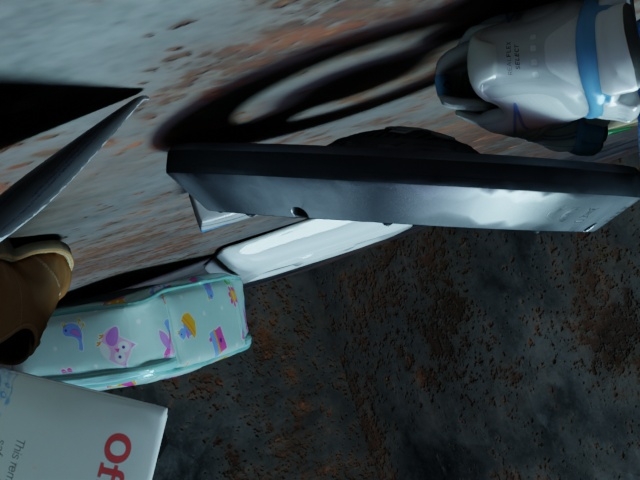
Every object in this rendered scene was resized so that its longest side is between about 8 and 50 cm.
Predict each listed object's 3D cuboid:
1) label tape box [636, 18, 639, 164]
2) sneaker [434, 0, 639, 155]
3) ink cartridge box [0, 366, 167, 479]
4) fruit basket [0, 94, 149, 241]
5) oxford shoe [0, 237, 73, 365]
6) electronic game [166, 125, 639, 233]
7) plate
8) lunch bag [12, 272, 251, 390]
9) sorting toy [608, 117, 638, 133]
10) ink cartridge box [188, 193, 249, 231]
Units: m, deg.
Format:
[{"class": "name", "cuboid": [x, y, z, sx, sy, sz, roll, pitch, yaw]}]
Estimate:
[{"class": "label tape box", "cuboid": [0.321, -0.082, 0.608, 0.240, 0.106, 0.333, -1, -169, 34]}, {"class": "sneaker", "cuboid": [0.094, -0.077, 0.586, 0.083, 0.071, 0.190, -5, 176, 6]}, {"class": "ink cartridge box", "cuboid": [-0.225, 0.148, 0.705, 0.232, 0.171, 0.168, 17, 169, -14]}, {"class": "fruit basket", "cuboid": [-0.224, 0.102, 0.401, 0.353, 0.165, 0.327, -27, -165, 19]}, {"class": "oxford shoe", "cuboid": [-0.197, 0.041, 0.791, 0.076, 0.076, 0.212, -20, 179, 4]}, {"class": "electronic game", "cuboid": [0.040, -0.032, 0.619, 0.229, 0.048, 0.229, 3, -178, 0]}, {"class": "plate", "cuboid": [0.000, 0.000, 1.591, 0.278, 0.045, 0.277, -18, 177, -11]}, {"class": "lunch bag", "cuboid": [-0.224, 0.110, 1.494, 0.224, 0.108, 0.279, -11, 179, 24]}, {"class": "sorting toy", "cuboid": [0.290, -0.123, 0.913, 0.274, 0.046, 0.132, -14, 180, 33]}, {"class": "ink cartridge box", "cuboid": [-0.057, -0.028, 0.798, 0.048, 0.028, 0.083, -18, 177, -7]}]
